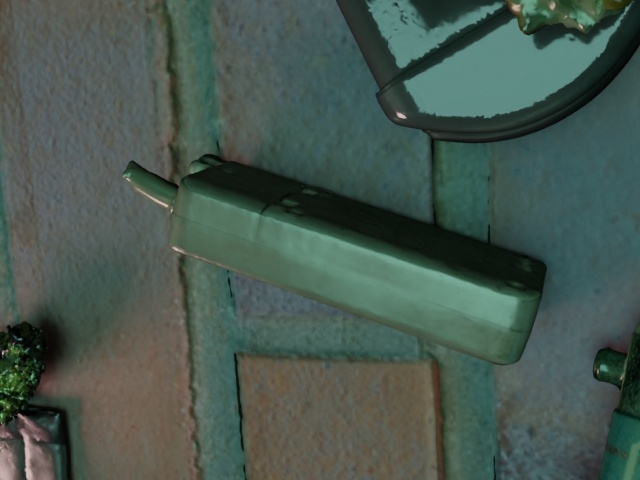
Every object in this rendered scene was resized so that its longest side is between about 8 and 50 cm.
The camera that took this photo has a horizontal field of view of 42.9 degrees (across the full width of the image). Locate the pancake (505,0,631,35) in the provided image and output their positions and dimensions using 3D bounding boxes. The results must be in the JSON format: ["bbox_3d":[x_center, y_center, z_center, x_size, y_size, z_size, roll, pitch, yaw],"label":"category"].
[{"bbox_3d":[0.118,-0.309,0.376,0.305,0.067,0.427,35,86,4],"label":"pancake"}]

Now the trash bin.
[{"bbox_3d":[0.086,-0.175,0.468,0.176,0.101,0.236,-29,89,23],"label":"trash bin"}]

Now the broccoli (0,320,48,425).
[{"bbox_3d":[-0.269,0.104,0.650,0.097,0.095,0.092,-4,140,48],"label":"broccoli"}]

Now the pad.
[{"bbox_3d":[-0.322,0.223,0.725,0.233,0.022,0.174,2,102,17],"label":"pad"}]

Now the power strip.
[{"bbox_3d":[0.000,0.000,0.534,0.288,0.093,0.053,18,109,14],"label":"power strip"}]

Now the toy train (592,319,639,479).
[{"bbox_3d":[0.222,0.188,0.467,0.194,0.120,0.298,12,89,36],"label":"toy train"}]
